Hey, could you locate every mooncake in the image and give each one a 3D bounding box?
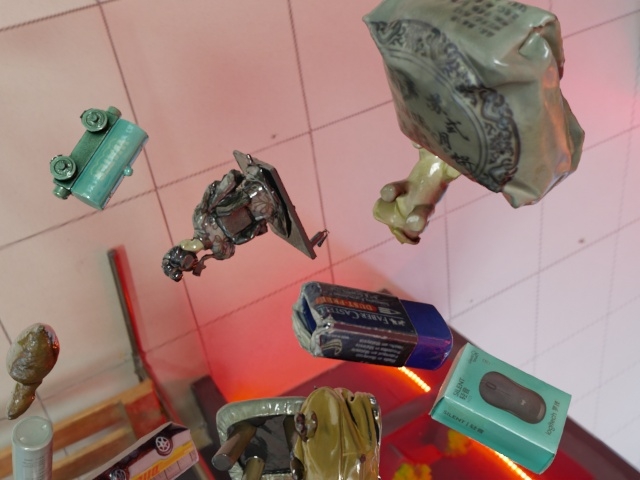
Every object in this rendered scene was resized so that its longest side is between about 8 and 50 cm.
[{"bbox_3d":[0.174,-0.171,0.799,0.136,0.254,0.250,-39,137,-7],"label":"mooncake"}]

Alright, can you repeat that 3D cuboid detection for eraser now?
[{"bbox_3d":[0.109,0.180,1.390,0.332,0.155,0.102,11,120,-25],"label":"eraser"}]

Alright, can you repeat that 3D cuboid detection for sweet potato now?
[{"bbox_3d":[-0.459,0.196,1.071,0.074,0.075,0.269,2,137,-35],"label":"sweet potato"}]

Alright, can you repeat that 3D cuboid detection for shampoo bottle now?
[{"bbox_3d":[-0.420,0.334,0.988,0.056,0.056,0.195,-7,136,-31],"label":"shampoo bottle"}]

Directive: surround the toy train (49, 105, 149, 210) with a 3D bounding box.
[{"bbox_3d":[-0.497,-0.185,1.536,0.159,0.101,0.248,26,73,2],"label":"toy train"}]

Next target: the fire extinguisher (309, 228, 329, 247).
[{"bbox_3d":[-0.002,-0.005,1.919,0.100,0.046,0.032,-44,103,-31],"label":"fire extinguisher"}]

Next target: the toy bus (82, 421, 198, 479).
[{"bbox_3d":[-0.245,0.315,0.916,0.172,0.057,0.072,-28,96,-51],"label":"toy bus"}]

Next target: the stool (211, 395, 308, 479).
[{"bbox_3d":[-0.145,0.629,1.918,0.310,0.226,0.311,-7,112,6],"label":"stool"}]

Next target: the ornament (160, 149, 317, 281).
[{"bbox_3d":[-0.143,-0.014,0.958,0.196,0.153,0.166,-33,117,-17],"label":"ornament"}]

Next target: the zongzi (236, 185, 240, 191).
[{"bbox_3d":[-0.123,-0.062,1.206,0.083,0.074,0.067,11,131,-25],"label":"zongzi"}]

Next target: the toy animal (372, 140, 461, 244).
[{"bbox_3d":[0.180,-0.093,1.253,0.233,0.121,0.168,-59,165,23],"label":"toy animal"}]

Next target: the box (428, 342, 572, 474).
[{"bbox_3d":[0.467,0.427,1.748,0.205,0.311,0.118,-51,161,-44],"label":"box"}]

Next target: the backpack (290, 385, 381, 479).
[{"bbox_3d":[0.034,0.523,1.529,0.201,0.378,0.354,-1,137,-8],"label":"backpack"}]
